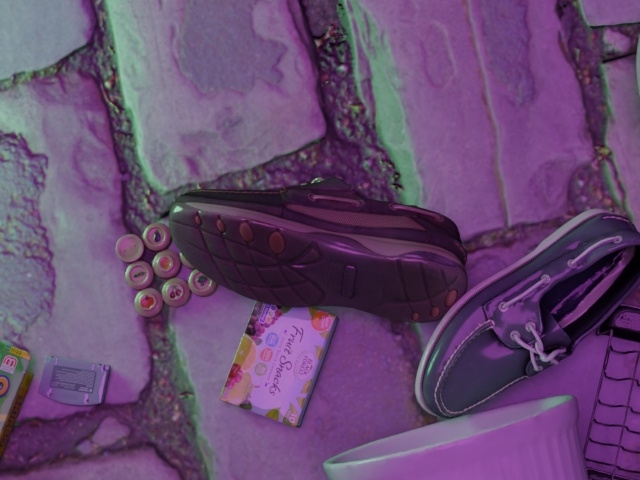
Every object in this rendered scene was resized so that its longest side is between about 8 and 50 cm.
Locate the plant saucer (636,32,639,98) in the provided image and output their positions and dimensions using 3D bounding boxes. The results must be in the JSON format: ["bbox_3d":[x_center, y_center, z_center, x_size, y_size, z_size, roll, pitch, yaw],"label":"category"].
[{"bbox_3d":[0.570,-0.198,1.320,0.400,0.100,0.401,-6,72,19],"label":"plant saucer"}]

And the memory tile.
[{"bbox_3d":[-0.175,0.024,1.443,0.148,0.012,0.113,-20,76,4],"label":"memory tile"}]

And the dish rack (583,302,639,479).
[{"bbox_3d":[0.393,0.215,1.296,0.208,0.074,0.272,13,82,12],"label":"dish rack"}]

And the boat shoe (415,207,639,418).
[{"bbox_3d":[0.241,0.090,1.306,0.319,0.099,0.116,-41,115,-4],"label":"boat shoe"}]

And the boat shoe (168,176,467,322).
[{"bbox_3d":[0.000,0.000,1.373,0.355,0.132,0.130,14,43,2],"label":"boat shoe"}]

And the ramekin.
[{"bbox_3d":[0.153,0.262,1.219,0.277,0.277,0.135,-16,84,4],"label":"ramekin"}]

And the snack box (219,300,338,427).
[{"bbox_3d":[-0.048,0.142,1.387,0.100,0.037,0.141,18,81,10],"label":"snack box"}]

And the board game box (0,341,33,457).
[{"bbox_3d":[-0.450,0.243,1.423,0.124,0.039,0.260,18,84,11],"label":"board game box"}]

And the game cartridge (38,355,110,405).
[{"bbox_3d":[-0.303,0.175,1.427,0.083,0.017,0.056,8,76,10],"label":"game cartridge"}]
